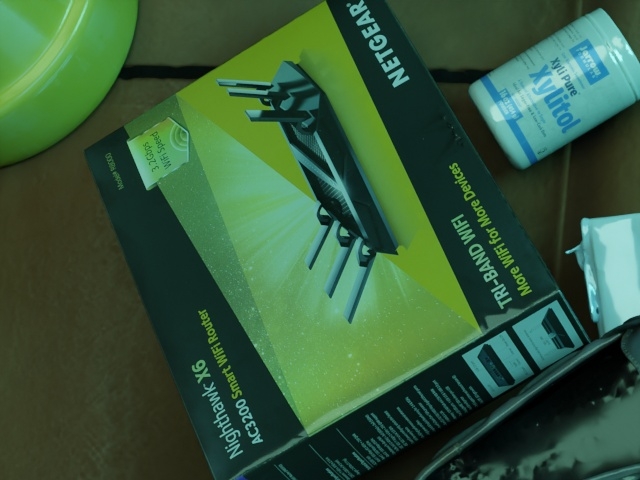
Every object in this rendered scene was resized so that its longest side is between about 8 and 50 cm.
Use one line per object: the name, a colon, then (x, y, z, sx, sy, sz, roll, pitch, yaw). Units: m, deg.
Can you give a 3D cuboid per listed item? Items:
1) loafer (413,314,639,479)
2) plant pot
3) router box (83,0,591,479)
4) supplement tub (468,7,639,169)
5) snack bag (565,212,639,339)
loafer: (0.187, 0.103, 1.022, 0.302, 0.095, 0.109, -32, 72, 18)
plant pot: (-0.293, -0.204, 1.249, 0.254, 0.239, 0.254, -5, 73, 16)
router box: (0.000, 0.000, 1.141, 0.243, 0.081, 0.309, -32, 53, 6)
supplement tub: (0.162, -0.102, 1.165, 0.107, 0.071, 0.071, -32, 67, 7)
snack bag: (0.333, 0.120, 1.028, 0.343, 0.037, 0.323, -10, 80, 23)
